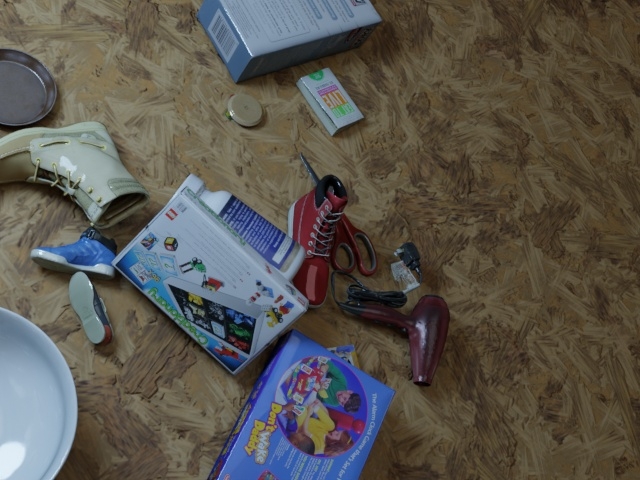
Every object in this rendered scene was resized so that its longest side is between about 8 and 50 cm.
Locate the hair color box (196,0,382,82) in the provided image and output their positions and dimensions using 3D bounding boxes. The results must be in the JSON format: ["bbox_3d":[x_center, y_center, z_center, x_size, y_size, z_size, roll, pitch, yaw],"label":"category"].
[{"bbox_3d":[-0.065,-0.498,1.990,0.375,0.113,0.185,-24,80,-33],"label":"hair color box"}]

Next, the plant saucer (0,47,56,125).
[{"bbox_3d":[-0.584,-0.284,1.670,0.169,0.029,0.168,11,62,-21],"label":"plant saucer"}]

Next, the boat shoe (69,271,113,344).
[{"bbox_3d":[-0.402,0.120,1.565,0.137,0.049,0.043,65,14,15],"label":"boat shoe"}]

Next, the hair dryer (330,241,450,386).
[{"bbox_3d":[0.160,0.165,1.825,0.224,0.080,0.293,-25,77,-20],"label":"hair dryer"}]

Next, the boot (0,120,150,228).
[{"bbox_3d":[-0.458,-0.105,1.587,0.262,0.095,0.203,-18,61,-39],"label":"boot"}]

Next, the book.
[{"bbox_3d":[0.023,-0.314,1.999,0.096,0.035,0.144,-30,81,-38],"label":"book"}]

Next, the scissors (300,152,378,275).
[{"bbox_3d":[0.039,-0.059,1.893,0.109,0.021,0.297,-9,70,-28],"label":"scissors"}]

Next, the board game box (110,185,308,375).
[{"bbox_3d":[-0.196,0.075,1.589,0.305,0.193,0.053,44,17,-10],"label":"board game box"}]

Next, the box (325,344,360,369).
[{"bbox_3d":[0.012,0.251,1.724,0.136,0.028,0.081,-4,69,-31],"label":"box"}]

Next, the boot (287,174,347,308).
[{"bbox_3d":[0.000,0.000,1.747,0.089,0.176,0.244,9,65,-25],"label":"boot"}]

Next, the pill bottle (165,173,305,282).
[{"bbox_3d":[-0.172,0.002,1.671,0.265,0.153,0.153,37,56,-8],"label":"pill bottle"}]

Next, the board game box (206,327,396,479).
[{"bbox_3d":[-0.038,0.367,1.593,0.233,0.078,0.347,33,61,-10],"label":"board game box"}]

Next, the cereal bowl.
[{"bbox_3d":[-0.550,0.274,1.354,0.339,0.141,0.338,12,61,-22],"label":"cereal bowl"}]

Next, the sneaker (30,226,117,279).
[{"bbox_3d":[-0.436,0.014,1.585,0.152,0.058,0.084,14,67,-26],"label":"sneaker"}]

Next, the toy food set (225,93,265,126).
[{"bbox_3d":[-0.161,-0.278,1.891,0.083,0.020,0.083,32,57,-10],"label":"toy food set"}]
